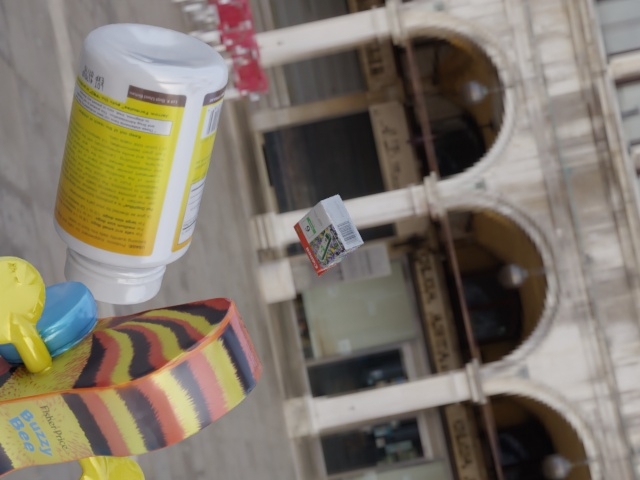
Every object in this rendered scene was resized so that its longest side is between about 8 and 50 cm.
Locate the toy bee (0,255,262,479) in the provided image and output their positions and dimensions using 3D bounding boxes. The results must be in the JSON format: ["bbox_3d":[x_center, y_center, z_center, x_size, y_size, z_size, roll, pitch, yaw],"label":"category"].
[{"bbox_3d":[-0.189,0.117,0.769,0.195,0.298,0.162,50,42,-11],"label":"toy bee"}]

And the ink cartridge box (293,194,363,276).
[{"bbox_3d":[0.000,0.000,1.351,0.063,0.029,0.115,63,-33,9],"label":"ink cartridge box"}]

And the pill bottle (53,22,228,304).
[{"bbox_3d":[-0.152,-0.059,0.972,0.117,0.117,0.215,-98,-158,-63],"label":"pill bottle"}]
